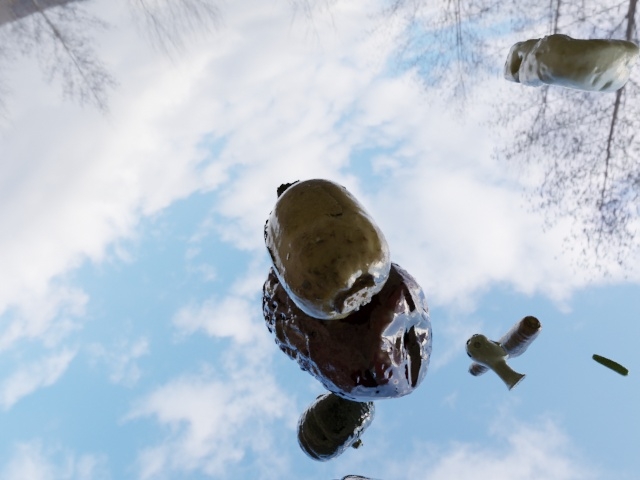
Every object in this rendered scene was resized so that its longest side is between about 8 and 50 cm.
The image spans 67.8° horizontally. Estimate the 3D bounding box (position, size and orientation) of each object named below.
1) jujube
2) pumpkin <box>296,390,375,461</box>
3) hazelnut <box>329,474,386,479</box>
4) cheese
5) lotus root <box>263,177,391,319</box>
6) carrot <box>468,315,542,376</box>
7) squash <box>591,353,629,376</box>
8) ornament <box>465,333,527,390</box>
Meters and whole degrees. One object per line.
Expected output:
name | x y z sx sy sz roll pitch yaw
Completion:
jujube | 0.039 0.132 0.888 0.258 0.258 0.376 -40 -133 -22
pumpkin | 0.040 0.435 1.140 0.211 0.211 0.152 -31 -96 -13
hazelnut | 0.042 0.437 0.655 0.212 0.181 0.181 1 -102 -12
cheese | 0.436 -0.318 0.851 0.159 0.093 0.263 3 -158 0
lotus root | 0.000 0.000 0.697 0.160 0.146 0.284 -21 -138 -11
carrot | 0.506 0.309 1.329 0.070 0.342 0.070 8 -128 -11
squash | 0.706 0.302 1.157 0.089 0.027 0.027 27 -124 12
ornament | 0.439 0.300 1.203 0.081 0.075 0.156 -49 -120 8
